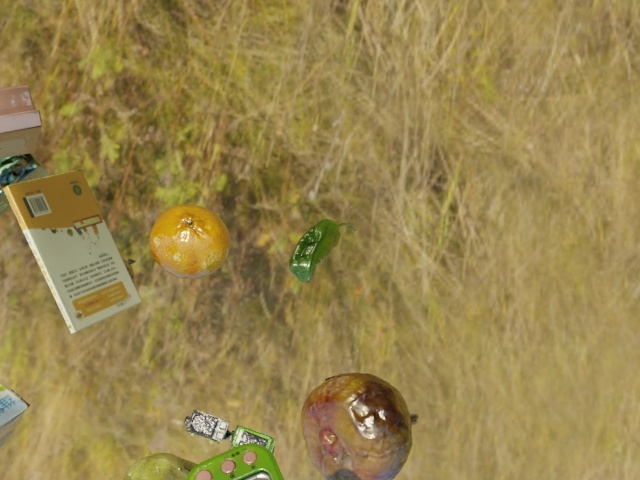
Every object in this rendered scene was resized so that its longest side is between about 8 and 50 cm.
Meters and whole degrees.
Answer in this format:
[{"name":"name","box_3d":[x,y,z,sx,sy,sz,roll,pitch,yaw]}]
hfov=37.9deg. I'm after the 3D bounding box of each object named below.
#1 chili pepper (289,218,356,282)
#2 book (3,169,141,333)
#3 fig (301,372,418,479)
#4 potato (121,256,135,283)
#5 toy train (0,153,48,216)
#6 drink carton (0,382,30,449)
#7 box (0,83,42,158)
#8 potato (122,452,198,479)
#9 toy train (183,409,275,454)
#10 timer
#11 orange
[{"name":"chili pepper","box_3d":[-0.002,0.001,1.919,0.072,0.204,0.073,16,133,23]},{"name":"book","box_3d":[-0.466,0.014,1.774,0.020,0.208,0.296,-24,90,28]},{"name":"fig","box_3d":[0.128,0.447,2.278,0.286,0.287,0.368,-13,175,32]},{"name":"potato","box_3d":[-0.476,0.091,2.137,0.090,0.117,0.225,14,-170,-2]},{"name":"toy train","box_3d":[-0.776,-0.142,2.116,0.167,0.299,0.238,50,171,7]},{"name":"drink carton","box_3d":[-0.699,0.263,1.596,0.324,0.194,0.132,37,115,7]},{"name":"box","box_3d":[-0.636,-0.205,1.712,0.215,0.086,0.215,-15,177,-23]},{"name":"potato","box_3d":[-0.313,0.564,2.042,0.248,0.143,0.169,37,104,-15]},{"name":"toy train","box_3d":[-0.191,0.409,1.961,0.202,0.060,0.081,20,163,-2]},{"name":"timer","box_3d":[-0.119,0.366,1.337,0.140,0.128,0.047,-22,149,-10]},{"name":"orange","box_3d":[-0.288,0.001,2.057,0.177,0.178,0.155,20,127,-14]}]
